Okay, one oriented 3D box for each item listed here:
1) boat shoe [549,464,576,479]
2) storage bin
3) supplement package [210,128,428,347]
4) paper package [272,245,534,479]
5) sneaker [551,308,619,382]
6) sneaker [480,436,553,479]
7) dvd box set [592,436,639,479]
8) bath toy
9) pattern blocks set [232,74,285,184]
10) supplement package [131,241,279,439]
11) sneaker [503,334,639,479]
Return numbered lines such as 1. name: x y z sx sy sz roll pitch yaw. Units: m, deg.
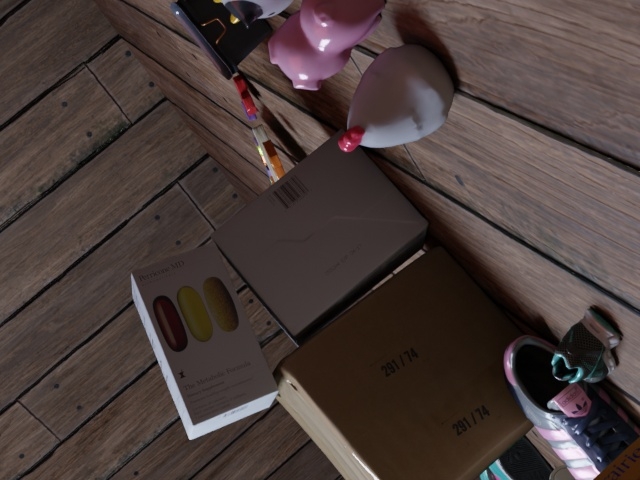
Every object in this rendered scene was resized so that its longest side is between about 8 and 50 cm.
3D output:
1. boat shoe: 0.503 0.494 1.805 0.254 0.095 0.079 35 156 29
2. storage bin: -0.139 -0.316 1.503 0.135 0.091 0.098 50 173 -10
3. supplement package: 0.000 0.000 1.601 0.204 0.262 0.145 49 172 13
4. paper package: 0.142 0.226 1.560 0.309 0.325 0.168 49 159 12
5. sneaker: 0.302 0.138 1.222 0.065 0.076 0.166 47 172 28
6. sneaker: 0.442 0.538 2.236 0.295 0.124 0.178 58 168 -1
7. dvd box set: 0.342 0.445 1.193 0.307 0.420 0.062 52 173 -15
8. bath toy: -0.014 -0.225 1.073 0.348 0.129 0.151 48 173 7
9. pattern blocks set: -0.091 -0.137 2.017 0.285 0.026 0.325 76 170 -74
10. supplement package: -0.176 0.150 1.543 0.244 0.139 0.134 65 164 14
11. sneaker: 0.351 0.250 1.362 0.319 0.112 0.131 44 174 33
